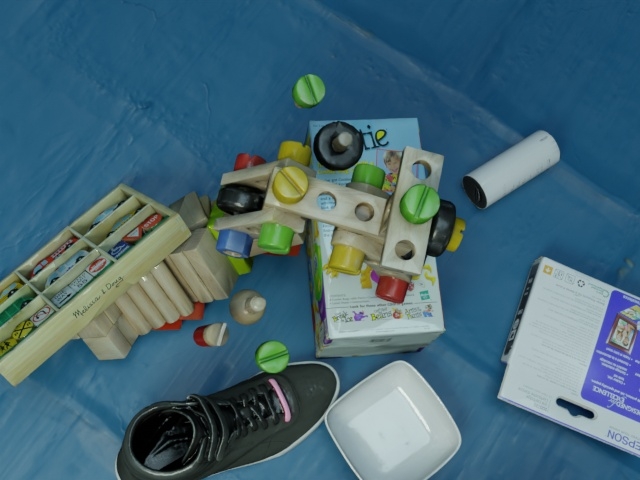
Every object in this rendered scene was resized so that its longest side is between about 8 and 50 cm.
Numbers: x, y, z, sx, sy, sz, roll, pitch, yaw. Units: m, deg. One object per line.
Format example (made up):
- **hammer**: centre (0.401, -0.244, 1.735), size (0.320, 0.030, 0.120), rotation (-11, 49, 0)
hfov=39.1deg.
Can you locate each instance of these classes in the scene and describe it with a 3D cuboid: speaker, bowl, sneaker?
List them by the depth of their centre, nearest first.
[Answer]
- **sneaker**: centre (-0.101, 0.214, 1.057), size (0.296, 0.147, 0.104), rotation (-22, 75, -15)
- **bowl**: centre (0.088, 0.238, 1.124), size (0.142, 0.053, 0.142), rotation (-33, 79, -16)
- **speaker**: centre (0.265, -0.099, 1.253), size (0.136, 0.055, 0.055), rotation (-32, 79, -15)

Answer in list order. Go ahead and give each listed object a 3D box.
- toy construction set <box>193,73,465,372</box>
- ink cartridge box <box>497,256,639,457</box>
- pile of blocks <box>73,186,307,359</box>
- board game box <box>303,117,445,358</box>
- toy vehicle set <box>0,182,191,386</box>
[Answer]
- **toy construction set**: centre (0.000, 0.000, 0.926), size (0.257, 0.237, 0.309), rotation (42, 76, -6)
- **ink cartridge box**: centre (0.350, 0.154, 1.190), size (0.206, 0.045, 0.208), rotation (23, 70, 0)
- **pile of blocks**: centre (-0.165, 0.034, 1.135), size (0.362, 0.149, 0.112), rotation (-28, 123, 0)
- **board game box**: centre (0.058, 0.000, 1.148), size (0.144, 0.142, 0.275), rotation (-3, 73, -8)
- **toy vehicle set**: centre (-0.298, 0.043, 1.084), size (0.267, 0.166, 0.035), rotation (-43, 126, -19)
